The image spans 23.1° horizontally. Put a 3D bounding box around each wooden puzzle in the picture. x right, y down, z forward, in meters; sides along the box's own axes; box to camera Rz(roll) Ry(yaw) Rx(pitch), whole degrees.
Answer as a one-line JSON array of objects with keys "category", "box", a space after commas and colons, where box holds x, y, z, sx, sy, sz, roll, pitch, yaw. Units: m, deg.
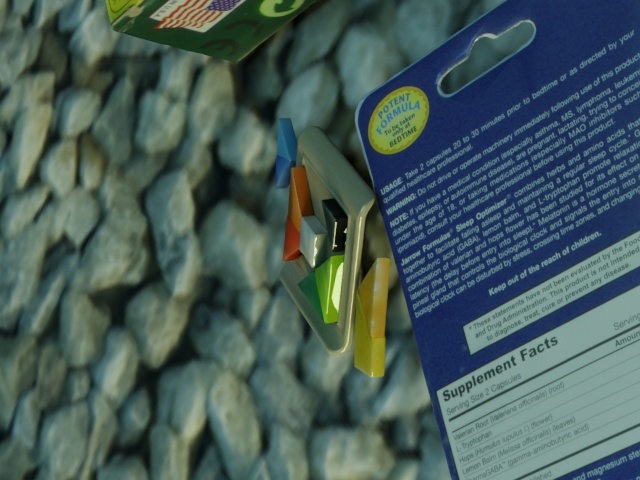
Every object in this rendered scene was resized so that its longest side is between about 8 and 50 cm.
[{"category": "wooden puzzle", "box": [0.000, 0.000, 0.627, 0.116, 0.014, 0.079, -134, 46, -58]}]

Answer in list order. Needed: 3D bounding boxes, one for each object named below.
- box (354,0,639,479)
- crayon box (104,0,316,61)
[{"category": "box", "box": [0.091, 0.021, 0.540, 0.136, 0.036, 0.225, -32, 62, 37]}, {"category": "crayon box", "box": [-0.032, -0.266, 0.677, 0.202, 0.081, 0.319, -31, 63, 37]}]
